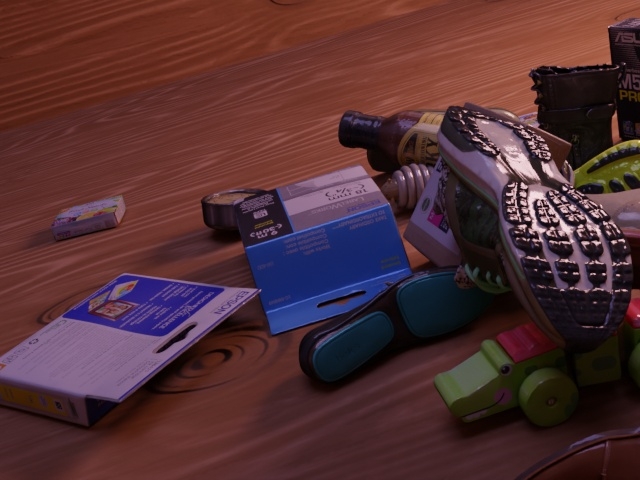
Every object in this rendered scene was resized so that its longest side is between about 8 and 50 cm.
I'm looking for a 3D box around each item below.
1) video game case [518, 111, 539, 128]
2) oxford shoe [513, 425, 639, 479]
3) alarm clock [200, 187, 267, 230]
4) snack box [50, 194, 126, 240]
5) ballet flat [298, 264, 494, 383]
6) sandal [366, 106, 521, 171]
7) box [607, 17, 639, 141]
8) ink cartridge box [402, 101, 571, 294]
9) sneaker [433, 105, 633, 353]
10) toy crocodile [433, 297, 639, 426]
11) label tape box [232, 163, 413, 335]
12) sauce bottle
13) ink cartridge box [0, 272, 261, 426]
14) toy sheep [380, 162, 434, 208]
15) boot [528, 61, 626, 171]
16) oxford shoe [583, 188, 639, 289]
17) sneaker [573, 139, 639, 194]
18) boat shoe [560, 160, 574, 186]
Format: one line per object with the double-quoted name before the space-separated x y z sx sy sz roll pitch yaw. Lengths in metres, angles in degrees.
"video game case" 0.417 -0.230 1.861 0.087 0.011 0.122 -16 24 -1
"oxford shoe" 0.280 0.222 0.874 0.212 0.076 0.076 -22 62 9
"alarm clock" -0.152 -0.053 1.713 0.129 0.064 0.192 -9 12 -15
"snack box" -0.493 -0.049 1.959 0.141 0.037 0.100 -13 22 3
"ballet flat" 0.092 0.099 1.226 0.280 0.095 0.096 -21 12 -14
"sandal" 0.234 -0.189 1.758 0.302 0.120 0.086 -9 38 13
"box" 0.618 -0.260 1.554 0.060 0.216 0.270 -26 27 -24
"ink cartridge box" 0.233 -0.066 1.328 0.088 0.235 0.193 20 10 -23
"sneaker" 0.231 0.009 1.098 0.158 0.182 0.410 7 36 -16
"toy crocodile" 0.294 0.121 1.035 0.340 0.105 0.115 -16 23 -1
"label tape box" 0.000 0.000 1.477 0.240 0.106 0.334 -17 23 -4
"sauce bottle" 0.199 -0.175 1.666 0.344 0.111 0.111 12 33 26
"ink cartridge box" -0.285 0.154 1.355 0.307 0.072 0.303 6 30 36
"toy sheep" 0.170 -0.095 1.619 0.132 0.091 0.091 -12 23 -7
"boot" 0.365 -0.170 1.485 0.262 0.229 0.091 -11 24 9
"oxford shoe" 0.454 -0.007 1.123 0.396 0.140 0.147 6 48 25
"sneaker" 0.387 -0.061 1.417 0.295 0.110 0.123 -16 -21 26
"boat shoe" 0.319 -0.035 1.300 0.081 0.069 0.228 -13 52 28
